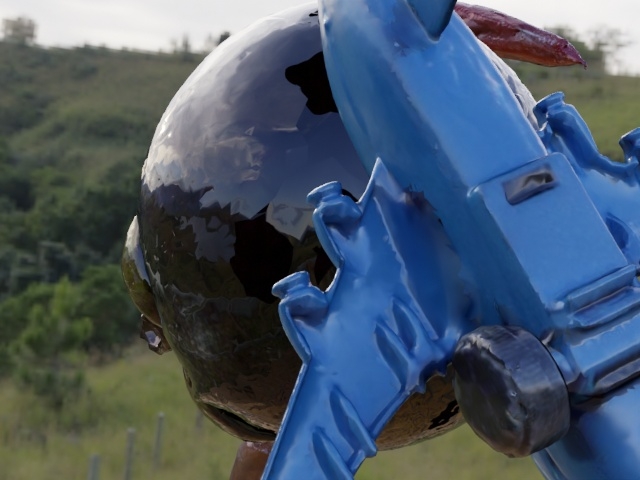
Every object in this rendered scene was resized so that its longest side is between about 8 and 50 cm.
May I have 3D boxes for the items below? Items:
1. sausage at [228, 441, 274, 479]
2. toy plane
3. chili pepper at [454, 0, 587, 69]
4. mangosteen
[{"bbox_3d":[-0.064,0.232,1.033,0.040,0.177,0.047,1,38,-23],"label":"sausage"},{"bbox_3d":[0.068,0.011,0.409,0.254,0.271,0.105,-23,-3,-23],"label":"toy plane"},{"bbox_3d":[0.160,-0.221,1.243,0.268,0.059,0.050,24,-16,39],"label":"chili pepper"},{"bbox_3d":[0.000,0.000,0.812,0.307,0.307,0.347,9,-24,-42],"label":"mangosteen"}]
